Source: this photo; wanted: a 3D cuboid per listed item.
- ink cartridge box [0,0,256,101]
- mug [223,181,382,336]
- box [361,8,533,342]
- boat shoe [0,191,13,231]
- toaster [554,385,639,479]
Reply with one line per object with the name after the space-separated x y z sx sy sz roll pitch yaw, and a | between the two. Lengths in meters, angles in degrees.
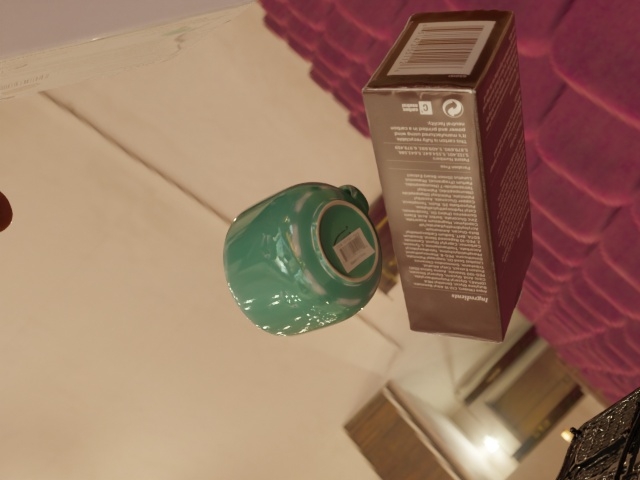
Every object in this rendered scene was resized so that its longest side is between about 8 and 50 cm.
-0.247 -0.225 0.863 0.395 0.270 0.151 -177 71 -71 | ink cartridge box
-0.007 0.001 0.833 0.129 0.097 0.158 21 -119 -36 | mug
0.174 -0.075 1.166 0.143 0.191 0.381 4 130 25 | box
-0.452 -0.022 1.090 0.073 0.073 0.207 68 -158 2 | boat shoe
0.228 0.194 0.649 0.110 0.168 0.186 35 143 3 | toaster
